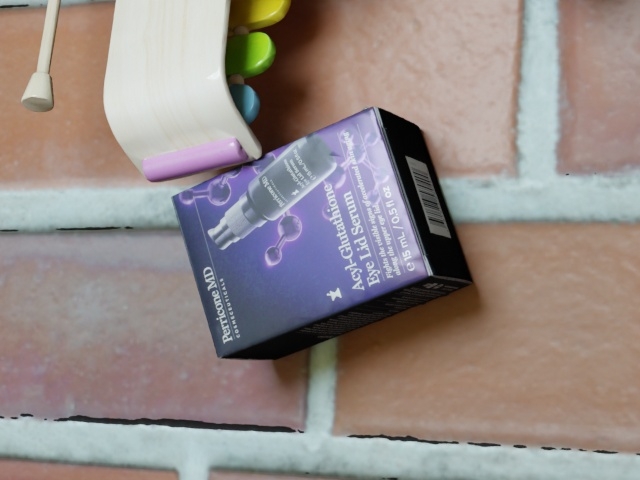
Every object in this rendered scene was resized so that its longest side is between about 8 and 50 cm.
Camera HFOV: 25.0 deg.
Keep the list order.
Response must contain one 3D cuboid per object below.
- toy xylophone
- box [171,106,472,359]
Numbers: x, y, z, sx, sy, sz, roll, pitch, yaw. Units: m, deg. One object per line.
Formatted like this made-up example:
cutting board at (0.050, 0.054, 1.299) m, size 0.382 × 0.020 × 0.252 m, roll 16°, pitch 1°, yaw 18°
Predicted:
toy xylophone at (-0.133, -0.205, 1.263) m, size 0.236 × 0.081 × 0.322 m, roll -3°, pitch 63°, yaw 29°
box at (0.000, 0.000, 1.220) m, size 0.207 × 0.108 × 0.153 m, roll -24°, pitch 76°, yaw 20°
